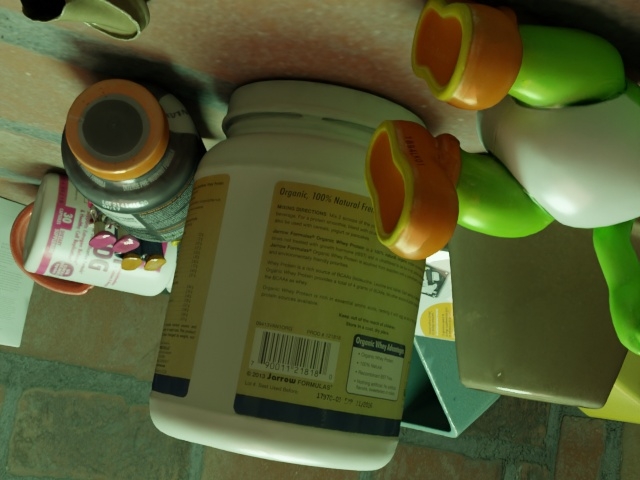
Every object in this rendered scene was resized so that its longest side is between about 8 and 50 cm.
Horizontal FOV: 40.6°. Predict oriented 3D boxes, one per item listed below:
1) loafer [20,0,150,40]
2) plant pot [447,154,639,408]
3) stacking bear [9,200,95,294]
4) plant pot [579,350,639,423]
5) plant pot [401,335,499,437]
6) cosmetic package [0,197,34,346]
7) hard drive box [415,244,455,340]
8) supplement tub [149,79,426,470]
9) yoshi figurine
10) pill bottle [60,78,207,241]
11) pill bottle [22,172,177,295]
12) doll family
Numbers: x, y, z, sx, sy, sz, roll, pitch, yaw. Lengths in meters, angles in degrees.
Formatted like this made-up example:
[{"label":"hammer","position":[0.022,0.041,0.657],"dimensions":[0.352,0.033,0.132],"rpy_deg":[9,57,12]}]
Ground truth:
[{"label":"loafer","position":[-0.175,-0.168,0.587],"dimensions":[0.056,0.050,0.148],"rpy_deg":[4,169,33]},{"label":"plant pot","position":[0.240,0.054,0.919],"dimensions":[0.263,0.229,0.263],"rpy_deg":[9,171,1]},{"label":"stacking bear","position":[-0.448,0.006,1.617],"dimensions":[0.164,0.176,0.289],"rpy_deg":[8,178,2]},{"label":"plant pot","position":[0.552,0.210,1.639],"dimensions":[0.187,0.212,0.212],"rpy_deg":[30,162,-26]},{"label":"plant pot","position":[0.260,0.226,1.802],"dimensions":[0.252,0.248,0.247],"rpy_deg":[-27,-173,-26]},{"label":"cosmetic package","position":[-0.714,0.035,1.650],"dimensions":[0.097,0.285,0.377],"rpy_deg":[6,169,31]},{"label":"hard drive box","position":[0.077,0.030,1.140],"dimensions":[0.232,0.089,0.181],"rpy_deg":[7,138,17]},{"label":"supplement tub","position":[-0.019,0.034,0.801],"dimensions":[0.228,0.316,0.228],"rpy_deg":[10,171,2]},{"label":"yoshi figurine","position":[0.226,-0.030,0.565],"dimensions":[0.362,0.203,0.203],"rpy_deg":[10,164,-19]},{"label":"pill bottle","position":[-0.179,-0.080,0.869],"dimensions":[0.130,0.131,0.246],"rpy_deg":[10,170,1]},{"label":"pill bottle","position":[-0.319,0.000,1.397],"dimensions":[0.283,0.160,0.160],"rpy_deg":[14,170,-24]},{"label":"doll family","position":[-0.200,-0.036,1.092],"dimensions":[0.263,0.163,0.118],"rpy_deg":[13,146,-32]}]
